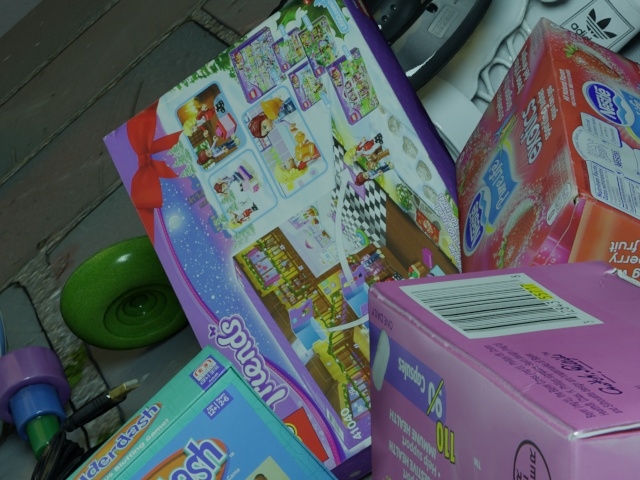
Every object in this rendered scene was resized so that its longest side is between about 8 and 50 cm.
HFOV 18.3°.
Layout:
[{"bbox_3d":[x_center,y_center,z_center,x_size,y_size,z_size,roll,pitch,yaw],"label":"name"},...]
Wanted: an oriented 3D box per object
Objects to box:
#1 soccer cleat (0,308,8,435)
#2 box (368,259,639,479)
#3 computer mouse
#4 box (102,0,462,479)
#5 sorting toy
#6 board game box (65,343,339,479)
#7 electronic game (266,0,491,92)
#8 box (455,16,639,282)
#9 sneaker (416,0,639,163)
[{"bbox_3d":[-0.323,0.190,1.687,0.116,0.143,0.331,2,59,13],"label":"soccer cleat"},{"bbox_3d":[0.108,0.152,0.814,0.117,0.243,0.213,-6,15,-17],"label":"box"},{"bbox_3d":[-0.144,0.167,1.478,0.262,0.060,0.184,-39,23,38],"label":"computer mouse"},{"bbox_3d":[0.000,0.000,1.303,0.201,0.057,0.293,-34,67,17],"label":"box"},{"bbox_3d":[-0.117,0.066,1.608,0.365,0.127,0.126,-38,51,15],"label":"sorting toy"},{"bbox_3d":[-0.046,0.185,1.070,0.160,0.210,0.047,-43,22,-6],"label":"board game box"},{"bbox_3d":[0.033,-0.154,1.431,0.229,0.048,0.229,-31,31,21],"label":"electronic game"},{"bbox_3d":[0.162,-0.012,1.155,0.122,0.128,0.257,-60,12,25],"label":"box"},{"bbox_3d":[0.129,-0.109,1.430,0.210,0.137,0.366,-24,24,43],"label":"sneaker"}]
